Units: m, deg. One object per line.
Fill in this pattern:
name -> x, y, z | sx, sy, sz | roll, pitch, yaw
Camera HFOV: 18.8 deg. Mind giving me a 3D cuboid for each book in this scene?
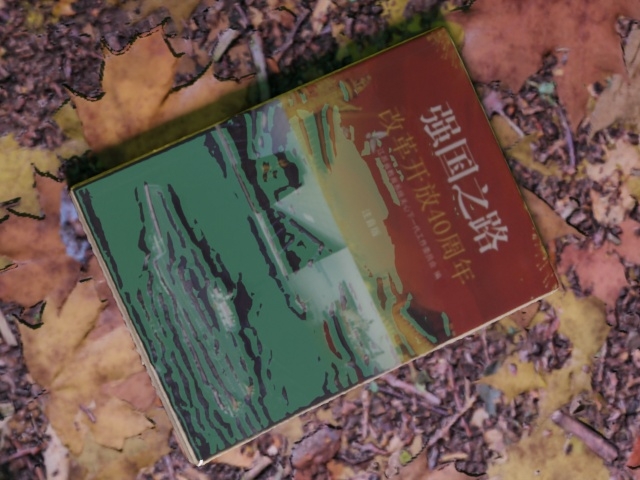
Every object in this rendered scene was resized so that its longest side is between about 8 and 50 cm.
book -> 0.000, 0.000, 1.696 | 0.374, 0.028, 0.262 | -25, 91, -15
